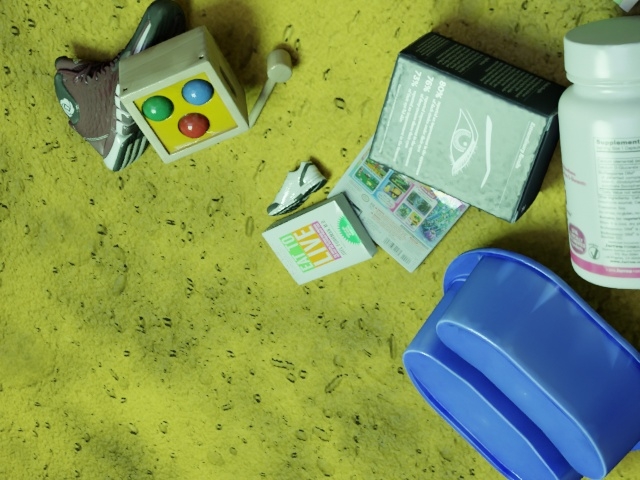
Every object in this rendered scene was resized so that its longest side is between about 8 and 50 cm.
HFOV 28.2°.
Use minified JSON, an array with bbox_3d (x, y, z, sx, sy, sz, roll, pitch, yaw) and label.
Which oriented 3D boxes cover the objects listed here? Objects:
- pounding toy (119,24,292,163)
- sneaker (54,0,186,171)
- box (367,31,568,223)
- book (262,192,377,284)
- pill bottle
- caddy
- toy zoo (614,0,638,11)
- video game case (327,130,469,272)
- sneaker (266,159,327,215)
[{"bbox_3d":[-0.131,-0.183,1.674,0.206,0.094,0.181,-21,134,11],"label":"pounding toy"},{"bbox_3d":[-0.299,-0.241,1.776,0.162,0.106,0.281,35,125,14],"label":"sneaker"},{"bbox_3d":[0.184,-0.140,1.555,0.207,0.108,0.153,26,123,15],"label":"box"},{"bbox_3d":[0.000,0.000,1.761,0.144,0.035,0.096,-23,105,41],"label":"book"},{"bbox_3d":[0.355,-0.102,1.447,0.160,0.160,0.283,3,113,28],"label":"pill bottle"},{"bbox_3d":[0.275,0.162,1.611,0.341,0.179,0.241,44,148,3],"label":"caddy"},{"bbox_3d":[0.294,-0.420,1.409,0.293,0.030,0.192,43,126,4],"label":"toy zoo"},{"bbox_3d":[0.104,-0.055,1.695,0.157,0.019,0.143,42,125,6],"label":"video game case"},{"bbox_3d":[-0.037,-0.071,1.757,0.109,0.040,0.044,-38,76,32],"label":"sneaker"}]
